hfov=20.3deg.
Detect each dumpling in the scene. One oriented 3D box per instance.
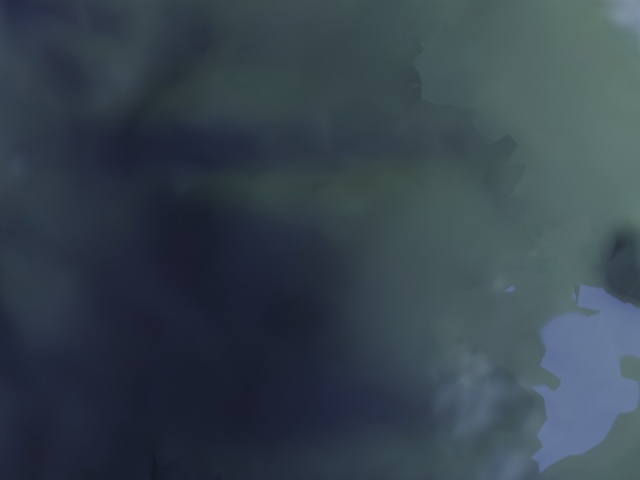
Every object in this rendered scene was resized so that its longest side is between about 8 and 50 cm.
[{"bbox_3d":[0.000,0.000,0.414,0.243,0.187,0.318,34,86,-11],"label":"dumpling"}]
